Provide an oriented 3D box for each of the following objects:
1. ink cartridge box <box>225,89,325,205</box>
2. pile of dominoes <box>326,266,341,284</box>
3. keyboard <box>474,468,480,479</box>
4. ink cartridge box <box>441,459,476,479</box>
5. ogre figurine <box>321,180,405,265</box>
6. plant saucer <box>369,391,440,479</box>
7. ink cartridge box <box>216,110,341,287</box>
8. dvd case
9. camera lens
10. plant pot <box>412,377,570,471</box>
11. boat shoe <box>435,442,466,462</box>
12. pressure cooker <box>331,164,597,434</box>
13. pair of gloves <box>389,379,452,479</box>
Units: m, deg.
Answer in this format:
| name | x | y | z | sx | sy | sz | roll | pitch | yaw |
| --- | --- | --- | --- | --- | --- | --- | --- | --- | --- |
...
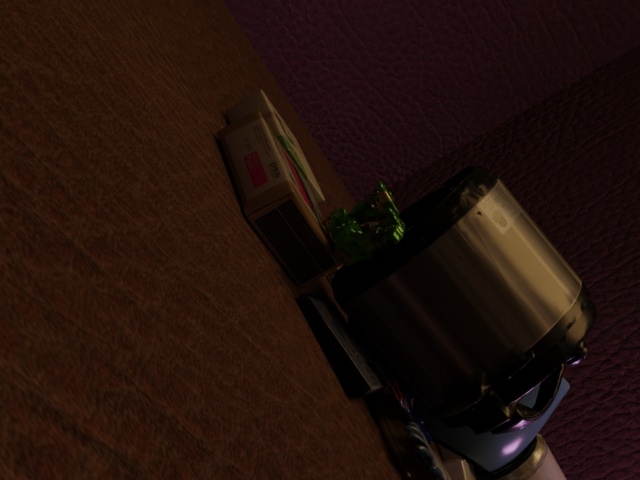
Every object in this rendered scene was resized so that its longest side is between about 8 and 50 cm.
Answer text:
| name | x | y | z | sx | sy | sz | roll | pitch | yaw |
| --- | --- | --- | --- | --- | --- | --- | --- | --- | --- |
| ink cartridge box | -0.089 | -0.161 | 1.871 | 0.154 | 0.093 | 0.212 | 54 | 6 | -42 |
| pile of dominoes | 0.000 | 0.000 | 2.102 | 0.251 | 0.040 | 0.196 | 63 | 7 | 25 |
| keyboard | 0.333 | 0.554 | 2.096 | 0.108 | 0.023 | 0.180 | -116 | -170 | -52 |
| ink cartridge box | 0.284 | 0.545 | 1.914 | 0.189 | 0.066 | 0.232 | 46 | 36 | -69 |
| ogre figurine | 0.071 | -0.019 | 1.573 | 0.097 | 0.118 | 0.197 | 52 | 12 | -38 |
| plant saucer | 0.168 | 0.375 | 1.699 | 0.277 | 0.041 | 0.278 | 58 | 6 | -9 |
| ink cartridge box | -0.068 | -0.069 | 1.619 | 0.193 | 0.088 | 0.234 | 56 | 8 | -44 |
| dvd case | 0.042 | 0.171 | 1.619 | 0.180 | 0.022 | 0.253 | 54 | 5 | 12 |
| camera lens | 0.470 | 0.594 | 2.319 | 0.274 | 0.219 | 0.219 | 59 | 6 | -13 |
| plant pot | 0.327 | 0.331 | 2.042 | 0.293 | 0.235 | 0.293 | 31 | -10 | 6 |
| boat shoe | 0.291 | 0.471 | 2.249 | 0.142 | 0.049 | 0.040 | 61 | 5 | 31 |
| pressure cooker | 0.270 | 0.126 | 1.741 | 0.420 | 0.370 | 0.375 | 50 | -10 | -3 |
| pair of gloves | 0.162 | 0.317 | 1.620 | 0.159 | 0.023 | 0.198 | 56 | 6 | -42 |
